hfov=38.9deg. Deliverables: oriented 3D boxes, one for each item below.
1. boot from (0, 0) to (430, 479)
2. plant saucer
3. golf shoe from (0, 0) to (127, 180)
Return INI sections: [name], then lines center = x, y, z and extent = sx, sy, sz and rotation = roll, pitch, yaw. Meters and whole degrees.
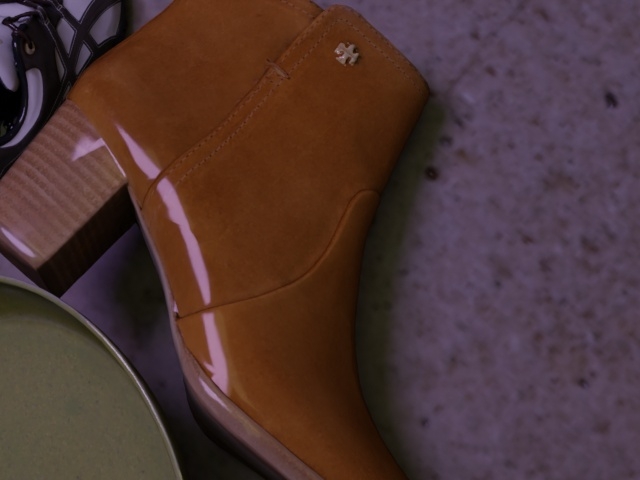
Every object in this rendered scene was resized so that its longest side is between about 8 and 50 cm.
[boot]
center = -0.001, 0.000, 0.453
extent = 0.295, 0.104, 0.211
rotation = 41, 71, 3
[plant saucer]
center = -0.145, 0.135, 0.425
extent = 0.240, 0.037, 0.241
rotation = 1, 91, 29
[golf shoe]
center = -0.160, -0.111, 0.499
extent = 0.077, 0.094, 0.198
rotation = 2, 75, 8
